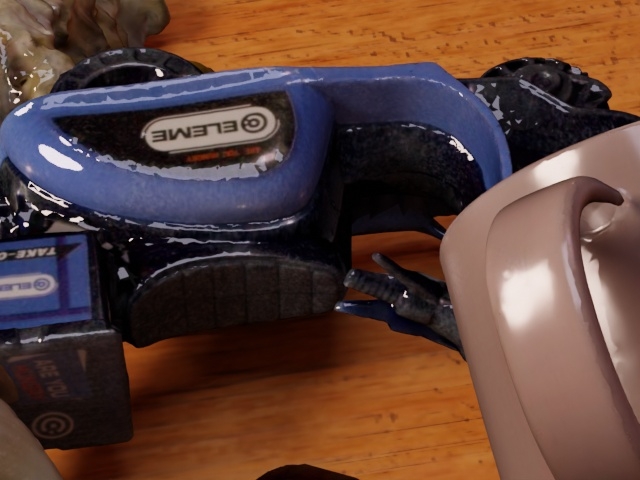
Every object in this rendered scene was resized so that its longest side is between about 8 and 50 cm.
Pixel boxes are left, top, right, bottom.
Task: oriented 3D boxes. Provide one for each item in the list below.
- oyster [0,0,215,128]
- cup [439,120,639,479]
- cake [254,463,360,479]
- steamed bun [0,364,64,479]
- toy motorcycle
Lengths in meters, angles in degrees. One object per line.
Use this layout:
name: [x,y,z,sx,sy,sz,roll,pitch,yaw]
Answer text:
oyster: [-0.193,-0.126,1.046,0.238,0.115,0.351,-22,66,-19]
cup: [0.143,0.068,0.657,0.191,0.253,0.200,-23,66,27]
cake: [-0.013,0.201,0.605,0.185,0.207,0.178,48,61,-3]
steamed bun: [-0.178,0.153,0.721,0.218,0.144,0.211,-6,46,46]
toy motorcycle: [0.000,0.000,0.869,0.358,0.125,0.213,-7,48,-5]
